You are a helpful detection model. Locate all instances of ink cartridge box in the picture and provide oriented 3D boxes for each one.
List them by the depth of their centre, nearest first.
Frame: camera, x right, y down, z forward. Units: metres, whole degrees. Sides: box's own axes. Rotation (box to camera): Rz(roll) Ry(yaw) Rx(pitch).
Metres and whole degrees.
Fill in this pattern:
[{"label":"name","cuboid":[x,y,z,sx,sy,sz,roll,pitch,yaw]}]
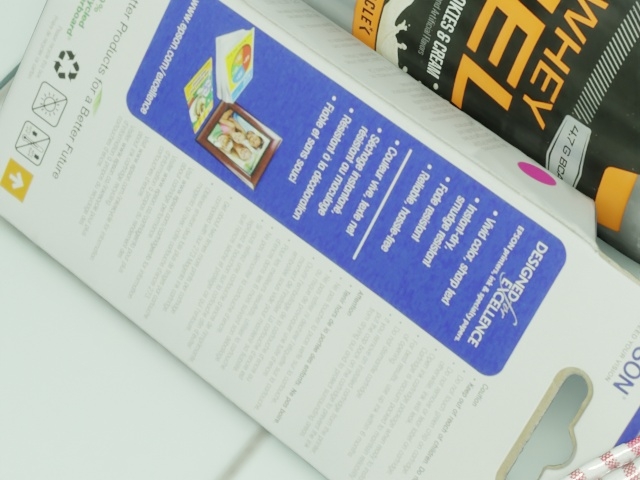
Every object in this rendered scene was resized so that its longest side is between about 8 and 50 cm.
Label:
[{"label":"ink cartridge box","cuboid":[0.000,0.000,0.885,0.371,0.069,0.175,38,115,22]}]

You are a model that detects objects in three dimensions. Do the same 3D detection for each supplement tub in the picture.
[{"label":"supplement tub","cuboid":[0.142,-0.114,0.906,0.316,0.193,0.193,36,73,21]}]

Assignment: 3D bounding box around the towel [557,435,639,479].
[{"label":"towel","cuboid":[0.190,0.129,0.804,0.197,0.144,0.029,-30,27,2]}]
